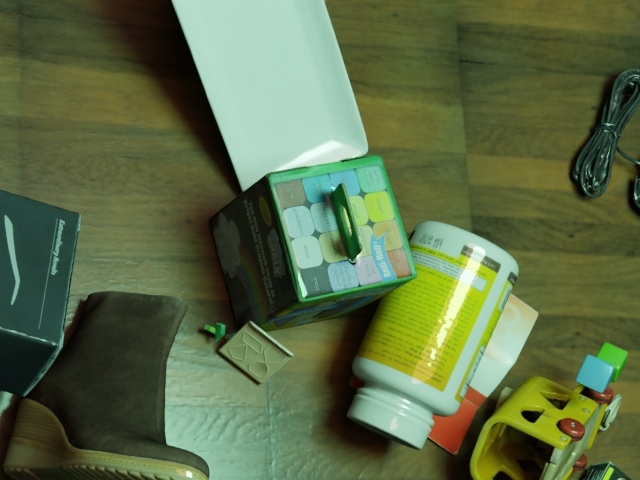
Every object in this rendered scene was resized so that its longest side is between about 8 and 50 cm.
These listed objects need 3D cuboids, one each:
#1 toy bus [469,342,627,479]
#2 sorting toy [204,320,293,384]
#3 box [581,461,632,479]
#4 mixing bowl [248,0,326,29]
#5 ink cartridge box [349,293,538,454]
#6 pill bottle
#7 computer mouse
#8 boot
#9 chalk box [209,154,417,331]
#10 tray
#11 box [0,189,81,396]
[{"bbox_3d":[0.229,0.194,1.904,0.104,0.202,0.191,26,71,17],"label":"toy bus"},{"bbox_3d":[-0.074,0.102,1.820,0.083,0.062,0.012,39,39,-10],"label":"sorting toy"},{"bbox_3d":[0.317,0.363,1.932,0.184,0.045,0.190,39,64,-12],"label":"box"},{"bbox_3d":[-0.083,-0.287,1.900,0.181,0.098,0.181,7,73,-22],"label":"mixing bowl"},{"bbox_3d":[0.130,0.110,1.920,0.145,0.045,0.179,35,62,-12],"label":"ink cartridge box"},{"bbox_3d":[0.107,0.097,1.843,0.117,0.117,0.215,28,81,-16],"label":"pill bottle"},{"bbox_3d":[0.422,-0.085,2.103,0.262,0.060,0.184,22,72,-5],"label":"computer mouse"},{"bbox_3d":[-0.169,0.135,1.671,0.090,0.248,0.207,51,54,-40],"label":"boot"},{"bbox_3d":[0.000,0.000,1.793,0.132,0.213,0.132,-10,81,-27],"label":"chalk box"},{"bbox_3d":[-0.052,-0.174,1.839,0.145,0.030,0.270,-26,123,-12],"label":"tray"},{"bbox_3d":[-0.337,0.032,1.669,0.207,0.108,0.153,19,52,-19],"label":"box"}]
